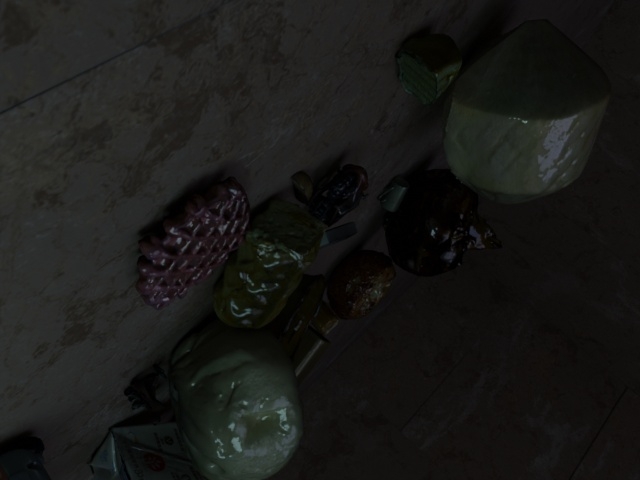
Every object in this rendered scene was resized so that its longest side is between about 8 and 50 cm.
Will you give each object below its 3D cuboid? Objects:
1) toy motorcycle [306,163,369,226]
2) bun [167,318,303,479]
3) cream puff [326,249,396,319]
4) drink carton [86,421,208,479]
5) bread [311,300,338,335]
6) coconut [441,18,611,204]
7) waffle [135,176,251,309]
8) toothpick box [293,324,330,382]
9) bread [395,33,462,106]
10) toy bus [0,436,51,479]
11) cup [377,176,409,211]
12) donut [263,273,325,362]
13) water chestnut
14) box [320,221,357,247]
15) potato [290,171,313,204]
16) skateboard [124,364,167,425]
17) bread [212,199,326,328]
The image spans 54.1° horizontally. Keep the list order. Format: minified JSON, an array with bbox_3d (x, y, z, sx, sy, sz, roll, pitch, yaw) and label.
[{"bbox_3d":[0.033,-0.084,1.279,0.118,0.084,0.212,-42,174,-34],"label":"toy motorcycle"},{"bbox_3d":[-0.193,0.324,1.257,0.210,0.360,0.360,-10,145,-30],"label":"bun"},{"bbox_3d":[0.120,0.129,1.904,0.240,0.164,0.240,-37,147,-30],"label":"cream puff"},{"bbox_3d":[-0.311,0.508,1.361,0.324,0.194,0.132,11,124,-47],"label":"drink carton"},{"bbox_3d":[-0.010,0.205,1.785,0.074,0.132,0.053,-52,153,12],"label":"bread"},{"bbox_3d":[0.450,-0.302,1.420,0.415,0.344,0.416,1,90,-85],"label":"coconut"},{"bbox_3d":[-0.184,0.005,0.935,0.221,0.055,0.234,-41,163,-28],"label":"waffle"},{"bbox_3d":[-0.126,0.366,1.774,0.308,0.190,0.187,-52,163,-3],"label":"toothpick box"},{"bbox_3d":[0.207,-0.322,1.133,0.110,0.103,0.156,-43,171,-2],"label":"bread"},{"bbox_3d":[-0.496,0.462,0.950,0.232,0.194,0.288,-23,152,-42],"label":"toy bus"},{"bbox_3d":[0.193,-0.129,1.703,0.054,0.074,0.083,-90,-159,-52],"label":"cup"},{"bbox_3d":[-0.090,0.188,1.459,0.272,0.107,0.272,22,90,-77],"label":"donut"},{"bbox_3d":[0.360,-0.040,1.831,0.335,0.346,0.335,-52,158,-30],"label":"water chestnut"},{"bbox_3d":[0.000,0.000,1.374,0.115,0.036,0.177,-21,179,25],"label":"box"},{"bbox_3d":[-0.027,-0.099,1.160,0.036,0.037,0.093,-50,165,-14],"label":"potato"},{"bbox_3d":[-0.337,0.303,1.247,0.080,0.067,0.151,-51,164,-28],"label":"skateboard"},{"bbox_3d":[-0.105,0.061,1.155,0.152,0.130,0.268,6,135,-30],"label":"bread"}]
